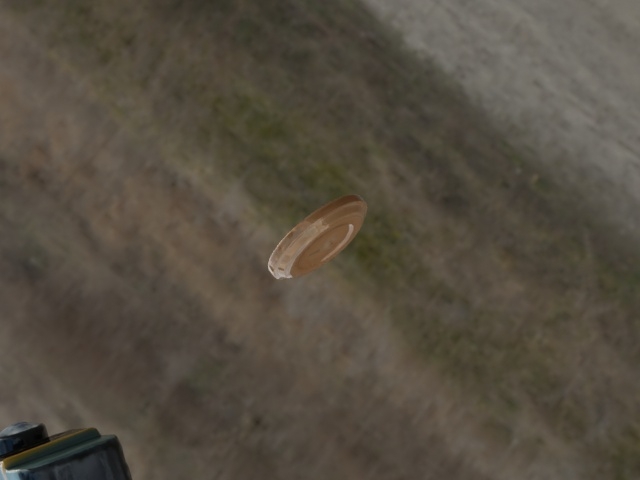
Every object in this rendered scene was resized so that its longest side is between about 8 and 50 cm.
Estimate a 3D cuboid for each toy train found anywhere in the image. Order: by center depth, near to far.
[{"bbox_3d":[-0.217,0.324,1.391,0.190,0.142,0.334,-17,89,59],"label":"toy train"}]

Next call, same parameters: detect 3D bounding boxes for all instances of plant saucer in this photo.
[{"bbox_3d":[0.000,0.000,1.075,0.013,0.083,0.083,52,170,19],"label":"plant saucer"}]
